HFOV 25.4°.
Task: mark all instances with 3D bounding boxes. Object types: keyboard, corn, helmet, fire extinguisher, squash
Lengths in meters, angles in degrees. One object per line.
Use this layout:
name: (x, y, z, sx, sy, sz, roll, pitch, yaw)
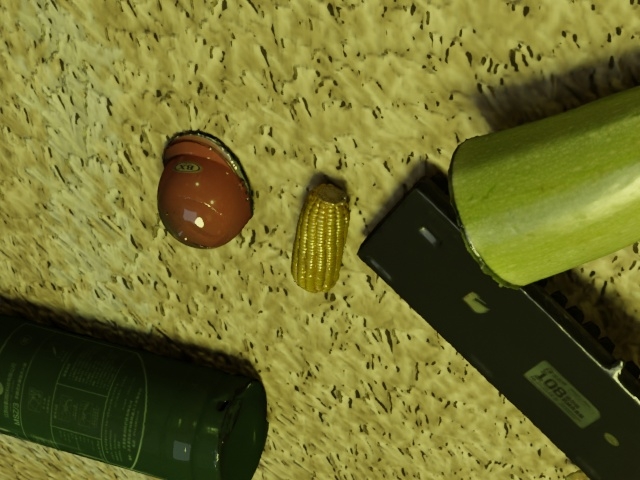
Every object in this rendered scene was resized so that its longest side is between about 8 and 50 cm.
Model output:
keyboard: (0.160, 0.088, 0.895, 0.317, 0.027, 0.106, 45, 143, 2)
corn: (0.000, 0.000, 0.940, 0.037, 0.037, 0.092, 22, 137, 8)
helmet: (-0.084, -0.026, 0.950, 0.065, 0.049, 0.084, 4, 134, 28)
fire extinguisher: (-0.199, 0.114, 1.133, 0.311, 0.095, 0.114, 11, 99, 18)
squash: (0.176, -0.055, 0.756, 0.224, 0.094, 0.094, -27, 116, 37)

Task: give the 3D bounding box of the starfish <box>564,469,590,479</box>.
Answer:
starfish: (0.299, 0.195, 0.952, 0.277, 0.062, 0.235, 2, 135, 40)
